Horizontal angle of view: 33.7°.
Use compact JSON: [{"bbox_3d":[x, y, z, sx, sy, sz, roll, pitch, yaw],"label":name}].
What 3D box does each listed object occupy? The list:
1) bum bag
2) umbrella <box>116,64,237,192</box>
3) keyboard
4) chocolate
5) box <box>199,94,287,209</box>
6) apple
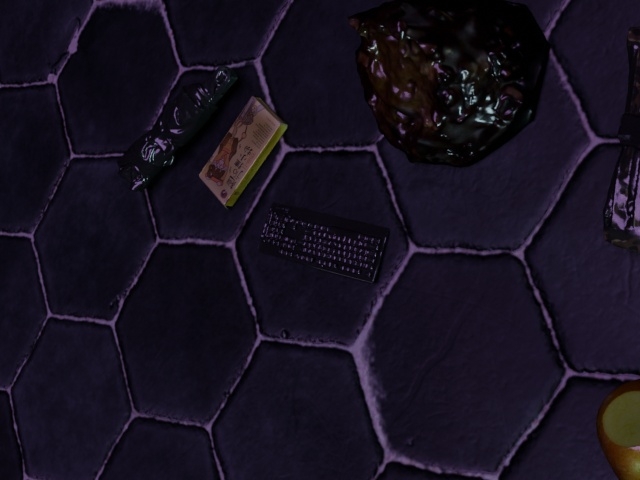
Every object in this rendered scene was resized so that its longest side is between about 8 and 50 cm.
[{"bbox_3d":[0.355,-0.104,1.083,0.102,0.069,0.248,4,84,37],"label":"bum bag"},{"bbox_3d":[-0.207,-0.167,1.518,0.235,0.059,0.066,-44,77,24],"label":"umbrella"},{"bbox_3d":[-0.001,0.000,1.362,0.196,0.015,0.074,15,91,37],"label":"keyboard"},{"bbox_3d":[0.114,-0.200,1.213,0.224,0.177,0.206,12,89,39],"label":"chocolate"},{"bbox_3d":[-0.110,-0.121,1.460,0.073,0.020,0.149,46,109,32],"label":"box"},{"bbox_3d":[0.330,0.191,1.034,0.102,0.099,0.114,-28,41,23],"label":"apple"}]
